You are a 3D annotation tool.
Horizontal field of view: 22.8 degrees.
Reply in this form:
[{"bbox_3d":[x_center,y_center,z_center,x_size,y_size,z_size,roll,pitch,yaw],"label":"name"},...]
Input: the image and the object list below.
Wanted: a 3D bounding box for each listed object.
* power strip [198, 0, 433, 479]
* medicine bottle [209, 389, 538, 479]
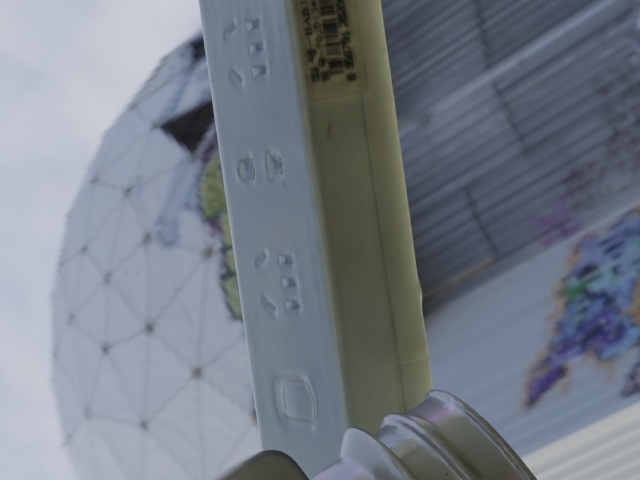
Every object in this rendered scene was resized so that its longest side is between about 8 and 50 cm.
[{"bbox_3d":[0.000,0.000,0.777,0.058,0.098,0.338,-10,-86,-31],"label":"power strip"},{"bbox_3d":[-0.056,0.186,0.585,0.124,0.324,0.179,45,162,37],"label":"medicine bottle"}]
